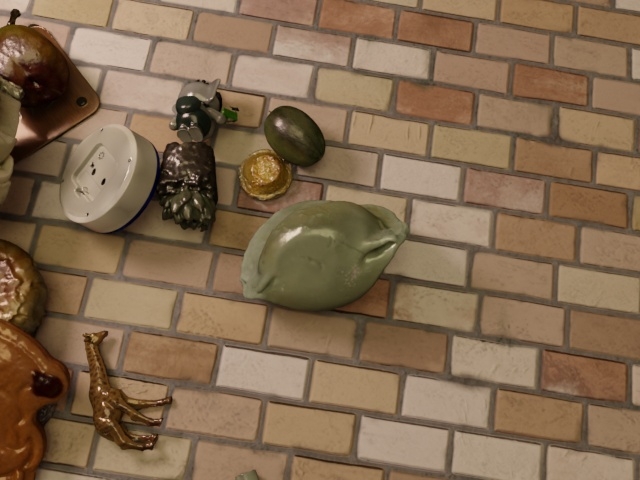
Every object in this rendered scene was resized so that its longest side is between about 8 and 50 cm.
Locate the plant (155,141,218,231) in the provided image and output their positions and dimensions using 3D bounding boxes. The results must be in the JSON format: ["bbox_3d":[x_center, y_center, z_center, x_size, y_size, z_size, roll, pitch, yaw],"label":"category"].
[{"bbox_3d":[-0.292,-0.114,1.371,0.132,0.129,0.194,-1,71,-1],"label":"plant"}]

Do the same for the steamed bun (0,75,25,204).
[{"bbox_3d":[-0.783,-0.187,1.246,0.347,0.237,0.394,23,89,37],"label":"steamed bun"}]

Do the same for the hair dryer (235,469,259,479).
[{"bbox_3d":[-0.056,0.533,1.247,0.267,0.092,0.229,-30,72,-25],"label":"hair dryer"}]

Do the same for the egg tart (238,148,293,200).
[{"bbox_3d":[-0.127,-0.153,1.431,0.129,0.049,0.128,0,74,-1],"label":"egg tart"}]

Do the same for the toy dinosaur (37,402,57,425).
[{"bbox_3d":[-0.689,0.327,1.252,0.294,0.077,0.162,-9,79,-5],"label":"toy dinosaur"}]

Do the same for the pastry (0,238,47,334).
[{"bbox_3d":[-0.690,0.115,1.293,0.236,0.121,0.257,-22,75,-13],"label":"pastry"}]

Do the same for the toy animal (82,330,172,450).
[{"bbox_3d":[-0.422,0.314,1.286,0.275,0.054,0.149,43,74,9],"label":"toy animal"}]

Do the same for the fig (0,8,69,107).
[{"bbox_3d":[-0.679,-0.432,1.422,0.170,0.145,0.274,-22,66,-11],"label":"fig"}]

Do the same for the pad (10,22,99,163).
[{"bbox_3d":[-0.703,-0.343,1.469,0.284,0.018,0.286,-37,81,-12],"label":"pad"}]

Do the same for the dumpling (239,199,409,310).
[{"bbox_3d":[0.008,0.008,1.312,0.321,0.212,0.270,8,71,-12],"label":"dumpling"}]

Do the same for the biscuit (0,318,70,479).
[{"bbox_3d":[-0.697,0.363,1.181,0.350,0.078,0.455,18,89,-11],"label":"biscuit"}]

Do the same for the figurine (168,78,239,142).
[{"bbox_3d":[-0.278,-0.297,1.426,0.147,0.126,0.192,-15,48,19],"label":"figurine"}]

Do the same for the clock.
[{"bbox_3d":[-0.453,-0.132,1.336,0.230,0.083,0.230,-13,65,30],"label":"clock"}]

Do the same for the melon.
[{"bbox_3d":[-0.061,-0.240,1.422,0.114,0.114,0.167,-41,81,-12],"label":"melon"}]
